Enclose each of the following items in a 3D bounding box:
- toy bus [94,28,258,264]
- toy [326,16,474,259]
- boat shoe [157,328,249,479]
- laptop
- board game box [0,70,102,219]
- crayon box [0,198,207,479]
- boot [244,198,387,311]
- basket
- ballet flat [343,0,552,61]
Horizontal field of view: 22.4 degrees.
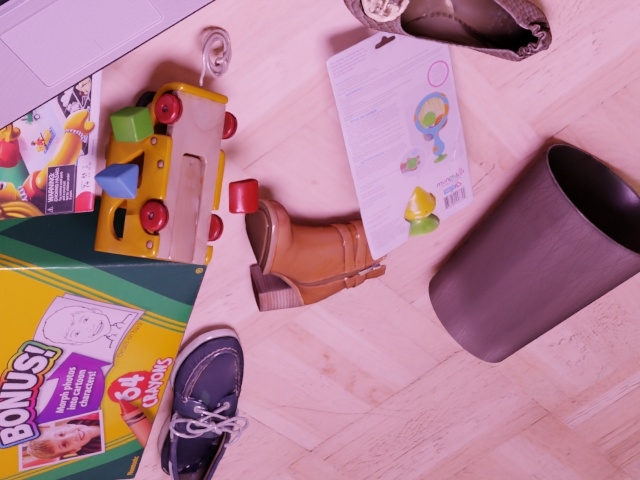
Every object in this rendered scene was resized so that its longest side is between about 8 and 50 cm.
[{"bbox_3d":[-0.153,-0.073,1.522,0.104,0.202,0.191,6,131,33],"label":"toy bus"},{"bbox_3d":[0.074,-0.112,1.632,0.137,0.056,0.237,-29,123,-22],"label":"toy"},{"bbox_3d":[-0.138,0.206,1.890,0.095,0.079,0.254,0,136,-26],"label":"boat shoe"},{"bbox_3d":[-0.207,-0.179,1.139,0.382,0.236,0.408,-29,143,8],"label":"laptop"},{"bbox_3d":[-0.286,-0.151,1.385,0.193,0.053,0.305,-7,129,-21],"label":"board game box"},{"bbox_3d":[-0.315,0.117,1.675,0.313,0.106,0.363,-2,137,-25],"label":"crayon box"},{"bbox_3d":[0.000,0.000,1.732,0.152,0.073,0.197,-15,153,-9],"label":"boot"},{"bbox_3d":[0.243,0.023,1.822,0.204,0.154,0.227,22,127,-41],"label":"basket"},{"bbox_3d":[0.130,-0.216,1.546,0.250,0.058,0.084,12,118,-37],"label":"ballet flat"}]
